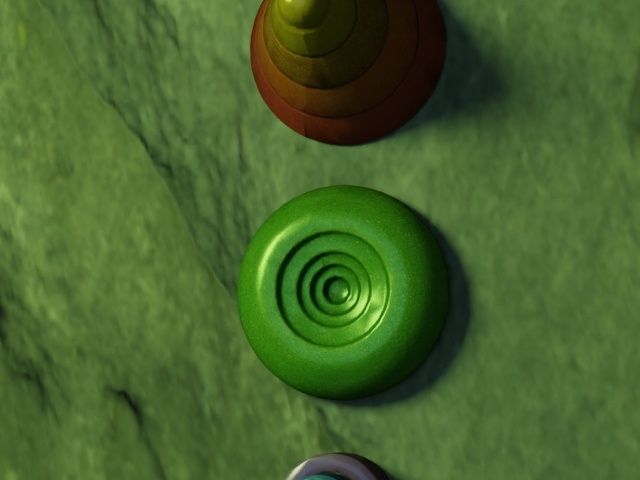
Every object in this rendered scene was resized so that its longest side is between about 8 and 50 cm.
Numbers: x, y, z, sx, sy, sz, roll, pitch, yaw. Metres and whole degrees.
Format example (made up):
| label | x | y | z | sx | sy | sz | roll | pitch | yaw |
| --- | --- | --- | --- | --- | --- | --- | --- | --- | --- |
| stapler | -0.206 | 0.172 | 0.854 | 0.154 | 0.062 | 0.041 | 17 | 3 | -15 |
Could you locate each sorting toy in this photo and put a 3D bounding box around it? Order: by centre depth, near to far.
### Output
| label | x | y | z | sx | sy | sz | roll | pitch | yaw |
| --- | --- | --- | --- | --- | --- | --- | --- | --- | --- |
| sorting toy | 0.000 | 0.000 | 0.905 | 0.127 | 0.126 | 0.366 | -1 | 83 | 14 |
